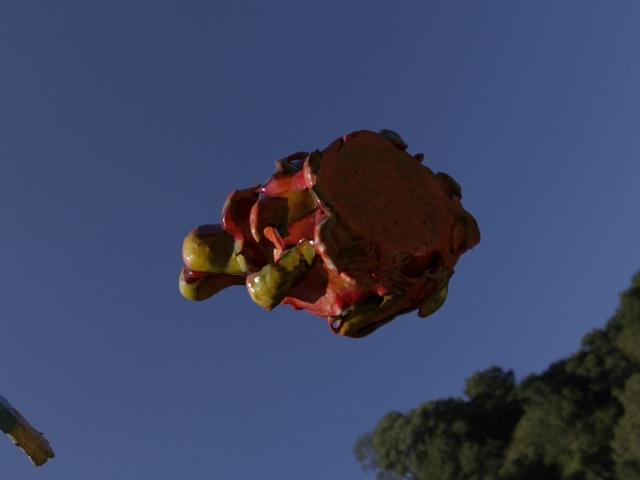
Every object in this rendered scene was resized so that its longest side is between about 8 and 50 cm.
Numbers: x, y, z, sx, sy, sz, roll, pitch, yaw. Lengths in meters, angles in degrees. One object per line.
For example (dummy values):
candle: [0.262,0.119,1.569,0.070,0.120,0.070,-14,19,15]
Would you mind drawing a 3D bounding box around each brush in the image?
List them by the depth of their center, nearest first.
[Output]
brush: [-0.203,0.062,0.454,0.014,0.051,0.164,-45,-68,-19]

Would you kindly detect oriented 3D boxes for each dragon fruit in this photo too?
dragon fruit: [0.000,0.000,0.572,0.207,0.133,0.150,-15,-50,8]
